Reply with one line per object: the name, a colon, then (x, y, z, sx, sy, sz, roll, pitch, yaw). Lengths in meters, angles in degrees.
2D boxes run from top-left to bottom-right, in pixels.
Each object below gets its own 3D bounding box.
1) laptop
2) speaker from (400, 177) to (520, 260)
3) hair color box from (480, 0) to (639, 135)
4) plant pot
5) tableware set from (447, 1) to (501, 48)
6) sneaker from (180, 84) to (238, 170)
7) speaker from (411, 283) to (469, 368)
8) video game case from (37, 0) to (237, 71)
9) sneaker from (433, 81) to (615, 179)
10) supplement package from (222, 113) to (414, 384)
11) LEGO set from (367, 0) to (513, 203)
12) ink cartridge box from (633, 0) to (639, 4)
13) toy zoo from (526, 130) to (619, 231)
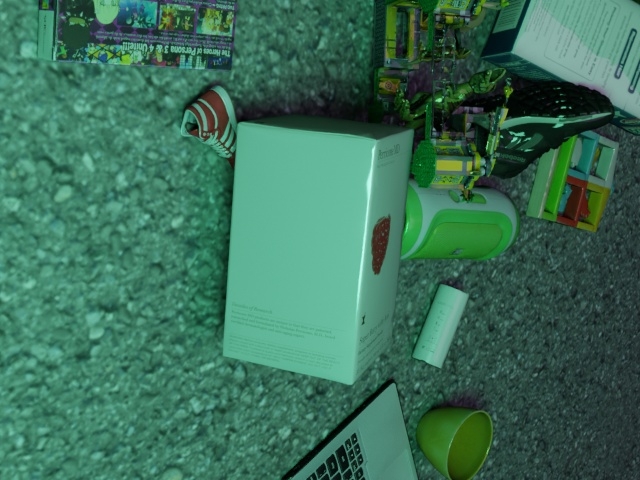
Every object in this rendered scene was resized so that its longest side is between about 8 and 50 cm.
laptop: (0.101, 0.510, 1.355, 0.408, 0.236, 0.382, -37, 128, -33)
speaker: (0.184, -0.030, 1.345, 0.296, 0.131, 0.131, 1, 102, -47)
hair color box: (0.455, -0.314, 1.450, 0.347, 0.105, 0.173, 21, 89, -20)
plant pot: (0.224, 0.345, 1.534, 0.134, 0.095, 0.134, -18, 116, -42)
tableware set: (0.208, -0.395, 1.318, 0.128, 0.039, 0.194, -58, 136, -16)
sneaker: (-0.126, -0.120, 1.053, 0.067, 0.042, 0.118, -40, 124, -33)
speaker: (0.202, 0.144, 1.476, 0.055, 0.055, 0.136, 28, 82, -47)
video game case: (-0.186, -0.291, 0.934, 0.232, 0.042, 0.210, -8, 108, -45)
sneaker: (0.316, -0.165, 1.385, 0.107, 0.283, 0.124, -93, 173, -51)
supplement package: (0.000, 0.000, 1.089, 0.177, 0.175, 0.293, -29, 126, -66)
LEGO set: (0.193, -0.210, 1.183, 0.192, 0.255, 0.331, -1, 87, -22)
ink cartridge box: (0.569, -0.344, 1.631, 0.087, 0.153, 0.208, 14, 91, -47)
toy zoo: (0.515, -0.121, 1.737, 0.293, 0.030, 0.192, 10, 96, -47)
